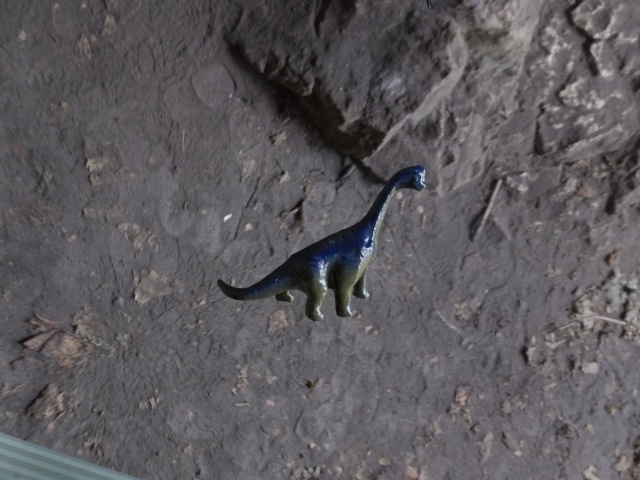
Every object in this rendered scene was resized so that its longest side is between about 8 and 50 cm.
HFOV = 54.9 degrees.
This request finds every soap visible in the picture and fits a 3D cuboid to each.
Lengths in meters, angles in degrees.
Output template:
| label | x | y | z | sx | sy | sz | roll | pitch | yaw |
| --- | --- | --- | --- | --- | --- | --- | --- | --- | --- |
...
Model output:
| label | x | y | z | sx | sy | sz | roll | pitch | yaw |
| --- | --- | --- | --- | --- | --- | --- | --- | --- | --- |
| soap | -0.329 | 0.311 | 0.727 | 0.266 | 0.160 | 0.087 | 27 | 80 | -19 |

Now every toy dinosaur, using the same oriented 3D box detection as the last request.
| label | x | y | z | sx | sy | sz | roll | pitch | yaw |
| --- | --- | --- | --- | --- | --- | --- | --- | --- | --- |
| toy dinosaur | 0.000 | 0.000 | 0.741 | 0.248 | 0.075 | 0.188 | 0 | 111 | -7 |

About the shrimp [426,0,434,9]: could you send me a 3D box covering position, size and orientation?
| label | x | y | z | sx | sy | sz | roll | pitch | yaw |
| --- | --- | --- | --- | --- | --- | --- | --- | --- | --- |
| shrimp | 0.122 | -0.389 | 0.783 | 0.073 | 0.075 | 0.190 | -11 | 100 | 9 |
